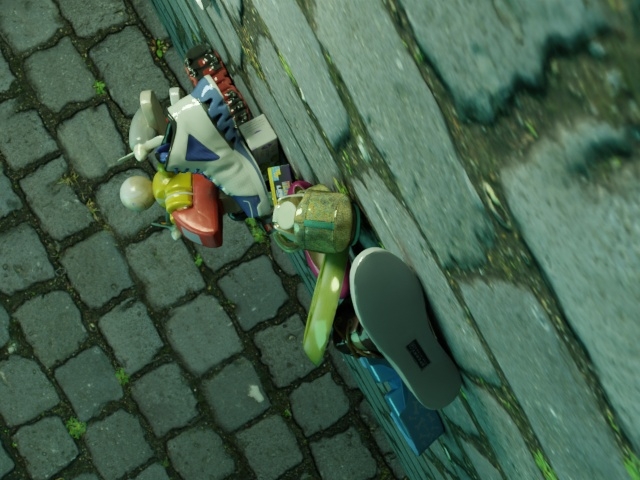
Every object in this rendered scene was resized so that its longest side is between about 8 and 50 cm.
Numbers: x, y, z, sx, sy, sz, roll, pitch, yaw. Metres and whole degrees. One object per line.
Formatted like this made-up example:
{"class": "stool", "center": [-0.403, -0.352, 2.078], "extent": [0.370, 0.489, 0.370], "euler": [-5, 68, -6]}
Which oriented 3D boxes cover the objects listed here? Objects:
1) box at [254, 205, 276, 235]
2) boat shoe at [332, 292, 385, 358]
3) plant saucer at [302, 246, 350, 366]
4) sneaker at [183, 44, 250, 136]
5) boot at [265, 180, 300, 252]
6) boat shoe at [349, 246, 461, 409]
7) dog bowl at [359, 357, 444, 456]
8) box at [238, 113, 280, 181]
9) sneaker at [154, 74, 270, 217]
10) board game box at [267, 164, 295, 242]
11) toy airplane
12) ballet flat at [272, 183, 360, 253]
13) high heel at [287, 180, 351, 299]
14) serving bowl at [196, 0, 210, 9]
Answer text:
{"class": "box", "center": [-0.099, -0.062, 1.942], "extent": [0.036, 0.114, 0.207], "euler": [62, 175, -9]}
{"class": "boat shoe", "center": [0.081, 0.160, 1.362], "extent": [0.123, 0.123, 0.342], "euler": [63, 174, -14]}
{"class": "plant saucer", "center": [0.007, 0.103, 1.410], "extent": [0.241, 0.037, 0.241], "euler": [-166, 90, -89]}
{"class": "sneaker", "center": [-0.247, -0.345, 1.965], "extent": [0.276, 0.097, 0.135], "euler": [63, 174, 7]}
{"class": "boot", "center": [-0.119, -0.082, 2.209], "extent": [0.165, 0.077, 0.213], "euler": [71, 175, -55]}
{"class": "boat shoe", "center": [0.109, 0.115, 1.092], "extent": [0.267, 0.096, 0.088], "euler": [55, 173, -26]}
{"class": "dog bowl", "center": [0.153, 0.289, 1.613], "extent": [0.297, 0.074, 0.166], "euler": [61, 174, 9]}
{"class": "box", "center": [-0.136, -0.204, 1.830], "extent": [0.063, 0.067, 0.324], "euler": [60, 173, 7]}
{"class": "sneaker", "center": [-0.245, -0.175, 1.679], "extent": [0.316, 0.182, 0.127], "euler": [65, 175, -30]}
{"class": "board game box", "center": [-0.069, -0.074, 1.679], "extent": [0.170, 0.048, 0.141], "euler": [63, -162, -84]}
{"class": "toy airplane", "center": [-0.360, -0.172, 1.903], "extent": [0.386, 0.272, 0.384], "euler": [67, 171, -15]}
{"class": "ballet flat", "center": [-0.022, -0.037, 1.314], "extent": [0.123, 0.123, 0.348], "euler": [62, 173, -7]}
{"class": "high heel", "center": [0.000, 0.000, 1.537], "extent": [0.117, 0.082, 0.244], "euler": [16, -122, -83]}
{"class": "serving bowl", "center": [-0.230, -0.480, 1.499], "extent": [0.083, 0.027, 0.083], "euler": [61, 175, 9]}
